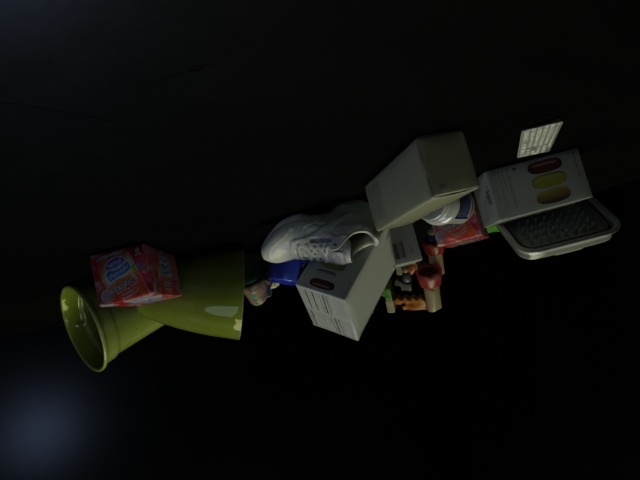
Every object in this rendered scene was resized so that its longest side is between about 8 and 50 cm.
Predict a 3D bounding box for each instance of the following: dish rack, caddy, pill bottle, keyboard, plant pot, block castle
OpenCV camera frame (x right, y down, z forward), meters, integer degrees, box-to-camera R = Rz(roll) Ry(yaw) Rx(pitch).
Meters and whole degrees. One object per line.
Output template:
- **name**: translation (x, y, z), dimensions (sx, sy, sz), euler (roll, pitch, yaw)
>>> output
- **dish rack**: translation (0.632, -0.070, 1.342), dimensions (0.285, 0.072, 0.333), euler (-14, -143, 1)
- **caddy**: translation (-0.040, 0.057, 1.491), dimensions (0.241, 0.179, 0.341), euler (9, 172, -3)
- **pill bottle**: translation (0.322, -0.094, 1.235), dimensions (0.112, 0.112, 0.186), euler (-19, 171, 34)
- **keyboard**: translation (0.457, -0.209, 0.992), dimensions (0.072, 0.014, 0.256), euler (-16, 172, 20)
- **plant pot**: translation (-0.385, 0.157, 1.412), dimensions (0.293, 0.275, 0.275), euler (3, 169, -12)
- **plant pot**: translation (-0.631, 0.231, 1.488), dimensions (0.276, 0.276, 0.254), euler (-21, -179, 44)
- **block castle**: translation (0.225, 0.098, 1.716), dimensions (0.453, 0.213, 0.303), euler (-4, -152, 21)

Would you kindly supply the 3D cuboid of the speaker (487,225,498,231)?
- **speaker**: translation (0.652, -0.084, 1.898), dimensions (0.296, 0.131, 0.131), euler (-8, 171, -37)

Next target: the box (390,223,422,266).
- **box**: translation (0.202, 0.005, 1.499), dimensions (0.180, 0.182, 0.119), euler (-12, 171, -15)

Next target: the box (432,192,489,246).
- **box**: translation (0.470, -0.066, 1.593), dimensions (0.142, 0.154, 0.300), euler (-17, 171, 23)

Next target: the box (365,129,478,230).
- **box**: translation (0.180, -0.103, 0.901), dimensions (0.094, 0.113, 0.275), euler (-12, 174, -15)

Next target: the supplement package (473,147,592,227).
- **supplement package**: translation (0.552, -0.136, 1.246), dimensions (0.244, 0.139, 0.134), euler (-15, 174, 1)

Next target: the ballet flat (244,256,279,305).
- **ballet flat**: translation (-0.194, 0.135, 1.630), dimensions (0.107, 0.106, 0.316), euler (-21, -166, 19)

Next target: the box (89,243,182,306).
- **box**: translation (-0.445, 0.092, 1.164), dimensions (0.128, 0.123, 0.257), euler (-13, 173, -4)

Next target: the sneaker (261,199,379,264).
- **sneaker**: translation (0.000, 0.000, 1.155), dimensions (0.305, 0.152, 0.114), euler (-19, 138, 3)

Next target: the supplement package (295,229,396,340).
- **supplement package**: translation (0.079, 0.093, 1.266), dimensions (0.145, 0.262, 0.204), euler (15, 146, 27)
